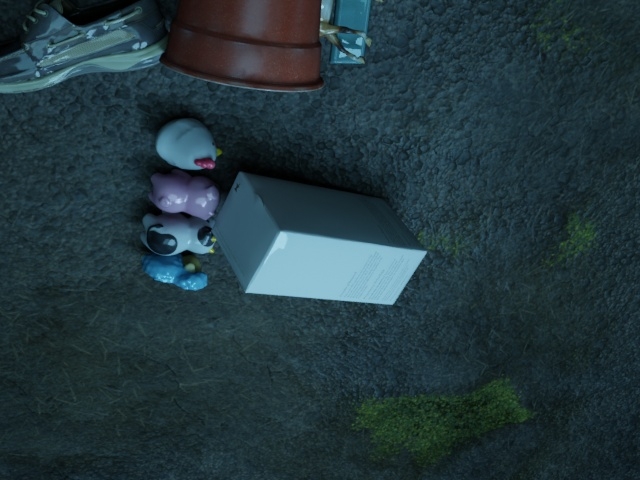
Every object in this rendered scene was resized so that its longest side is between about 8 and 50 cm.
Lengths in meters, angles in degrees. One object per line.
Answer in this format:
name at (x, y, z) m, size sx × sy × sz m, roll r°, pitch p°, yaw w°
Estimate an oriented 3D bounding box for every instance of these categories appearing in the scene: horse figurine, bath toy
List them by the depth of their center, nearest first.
horse figurine at (0.021, -0.416, 1.364) m, size 0.174 × 0.066 × 0.263 m, roll 19°, pitch 130°, yaw 1°
bath toy at (-0.256, -0.068, 1.526) m, size 0.151 × 0.129 × 0.348 m, roll -21°, pitch 137°, yaw -41°

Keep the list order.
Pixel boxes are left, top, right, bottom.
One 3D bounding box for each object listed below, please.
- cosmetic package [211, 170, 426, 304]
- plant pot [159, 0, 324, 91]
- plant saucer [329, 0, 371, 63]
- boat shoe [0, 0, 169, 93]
cosmetic package at (0.000, 0.000, 1.532) m, size 0.366 × 0.197 × 0.155 m, roll 8°, pitch 124°, yaw -36°
plant pot at (-0.107, -0.399, 1.247) m, size 0.272 × 0.272 × 0.265 m, roll 4°, pitch 113°, yaw -15°
plant saucer at (0.059, -0.408, 1.420) m, size 0.067 × 0.018 × 0.192 m, roll -1°, pitch 126°, yaw -11°
boat shoe at (-0.430, -0.341, 1.300) m, size 0.355 × 0.132 × 0.130 m, roll -15°, pitch 126°, yaw -13°
